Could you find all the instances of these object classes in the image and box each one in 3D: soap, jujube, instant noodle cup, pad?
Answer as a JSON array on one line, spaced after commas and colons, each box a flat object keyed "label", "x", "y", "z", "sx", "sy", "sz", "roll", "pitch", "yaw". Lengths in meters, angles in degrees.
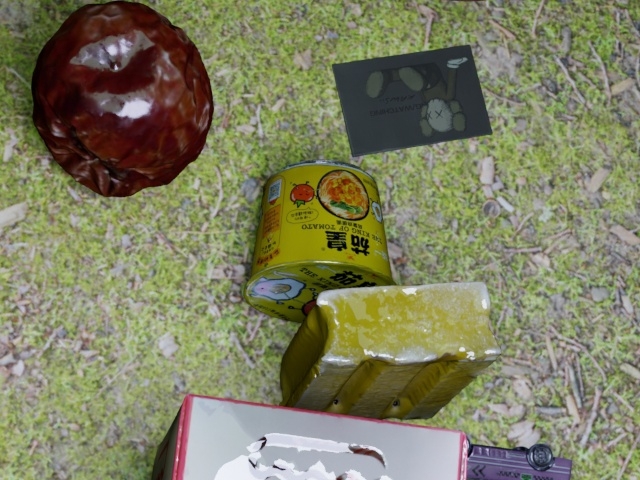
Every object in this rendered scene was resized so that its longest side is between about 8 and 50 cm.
[{"label": "soap", "x": 0.065, "y": 0.132, "z": 1.723, "sx": 0.199, "sy": 0.315, "sz": 0.091, "roll": -1, "pitch": 73, "yaw": -10}, {"label": "jujube", "x": -0.225, "y": -0.164, "z": 1.801, "sx": 0.213, "sy": 0.232, "sz": 0.212, "roll": 2, "pitch": 74, "yaw": -7}, {"label": "instant noodle cup", "x": 0.000, "y": 0.000, "z": 1.832, "sx": 0.182, "sy": 0.182, "sz": 0.144, "roll": 3, "pitch": 64, "yaw": -9}, {"label": "pad", "x": 0.117, "y": -0.180, "z": 1.986, "sx": 0.190, "sy": 0.004, "sz": 0.127, "roll": -10, "pitch": 76, "yaw": -12}]

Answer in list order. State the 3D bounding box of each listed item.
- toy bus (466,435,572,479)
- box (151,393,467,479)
[{"label": "toy bus", "x": 0.199, "y": 0.282, "z": 1.822, "sx": 0.178, "sy": 0.087, "sz": 0.098, "roll": 9, "pitch": 79, "yaw": -10}, {"label": "box", "x": -0.034, "y": 0.351, "z": 1.644, "sx": 0.314, "sy": 0.312, "sz": 0.300, "roll": 9, "pitch": 71, "yaw": -8}]
